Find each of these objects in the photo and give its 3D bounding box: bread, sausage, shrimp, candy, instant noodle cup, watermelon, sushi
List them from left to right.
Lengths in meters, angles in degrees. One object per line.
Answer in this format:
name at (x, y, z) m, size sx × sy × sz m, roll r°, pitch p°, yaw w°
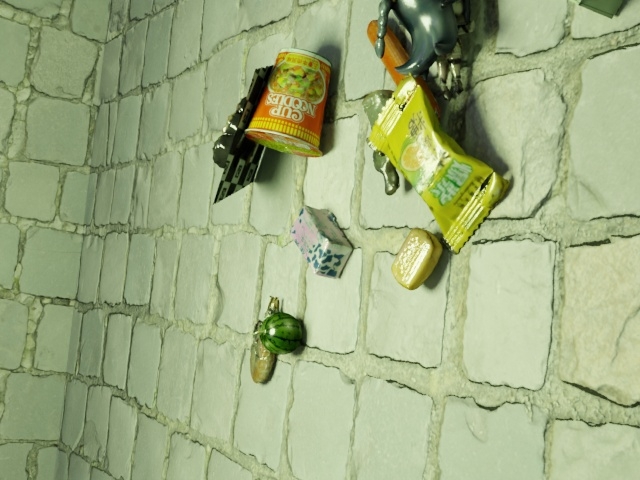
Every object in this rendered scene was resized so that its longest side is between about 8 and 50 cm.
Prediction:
sushi at (-0.190, -0.274, 1.980) m, size 0.320 × 0.068 × 0.340 m, roll -50°, pitch -19°, yaw -70°
shrimp at (-0.138, 0.237, 1.999) m, size 0.126 × 0.047 × 0.224 m, roll -146°, pitch 67°, yaw -65°
watermelon at (-0.093, 0.211, 1.875) m, size 0.109 × 0.108 × 0.109 m, roll -18°, pitch 68°, yaw 54°
instant noodle cup at (-0.059, -0.319, 1.893) m, size 0.193 × 0.193 × 0.212 m, roll 6°, pitch 79°, yaw 57°
candy at (0.000, 0.000, 1.809) m, size 0.092 × 0.073 × 0.160 m, roll -62°, pitch 38°, yaw 25°
sausage at (0.164, -0.342, 1.651) m, size 0.053 × 0.053 × 0.348 m, roll -56°, pitch 41°, yaw 34°
bread at (0.185, 0.036, 1.535) m, size 0.082 × 0.056 × 0.115 m, roll 42°, pitch 113°, yaw 48°
candy at (0.200, -0.141, 1.492) m, size 0.297 × 0.081 × 0.187 m, roll 51°, pitch 134°, yaw 22°

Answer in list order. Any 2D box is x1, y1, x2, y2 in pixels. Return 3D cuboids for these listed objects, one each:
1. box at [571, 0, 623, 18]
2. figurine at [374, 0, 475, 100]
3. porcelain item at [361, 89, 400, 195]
box at (0.398, -0.459, 1.291) m, size 0.130 × 0.086 × 0.225 m, roll -64°, pitch 37°, yaw 27°
figurine at (0.202, -0.411, 1.514) m, size 0.175 × 0.197 × 0.265 m, roll -8°, pitch 68°, yaw 42°
porcelain item at (0.135, -0.193, 1.648) m, size 0.081 × 0.069 × 0.216 m, roll -31°, pitch 57°, yaw 45°
